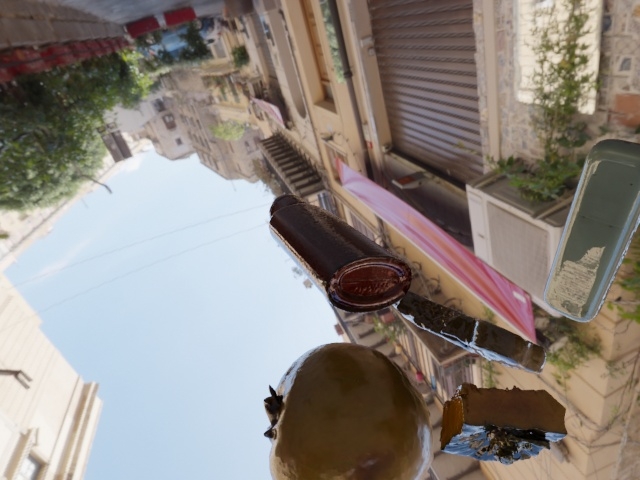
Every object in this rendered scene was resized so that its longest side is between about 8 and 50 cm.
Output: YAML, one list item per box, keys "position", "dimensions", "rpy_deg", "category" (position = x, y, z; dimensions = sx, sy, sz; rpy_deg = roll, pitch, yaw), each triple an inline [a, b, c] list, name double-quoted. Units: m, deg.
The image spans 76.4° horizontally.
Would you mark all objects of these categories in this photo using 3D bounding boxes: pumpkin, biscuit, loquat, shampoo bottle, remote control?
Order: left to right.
- position: [0.000, 0.000, 0.519]
  dimensions: [0.102, 0.064, 0.260]
  rpy_deg: [-2, -159, -25]
  category: "shampoo bottle"
- position: [0.030, 0.227, 0.485]
  dimensions: [0.208, 0.207, 0.208]
  rpy_deg: [-12, -149, 7]
  category: "loquat"
- position: [0.191, 0.119, 0.540]
  dimensions: [0.184, 0.047, 0.320]
  rpy_deg: [22, 176, -3]
  category: "biscuit"
- position: [0.146, 0.156, 0.334]
  dimensions: [0.084, 0.074, 0.053]
  rpy_deg: [3, -135, 3]
  category: "pumpkin"
- position: [0.402, 0.002, 0.603]
  dimensions: [0.038, 0.309, 0.090]
  rpy_deg: [-31, -138, -29]
  category: "remote control"
